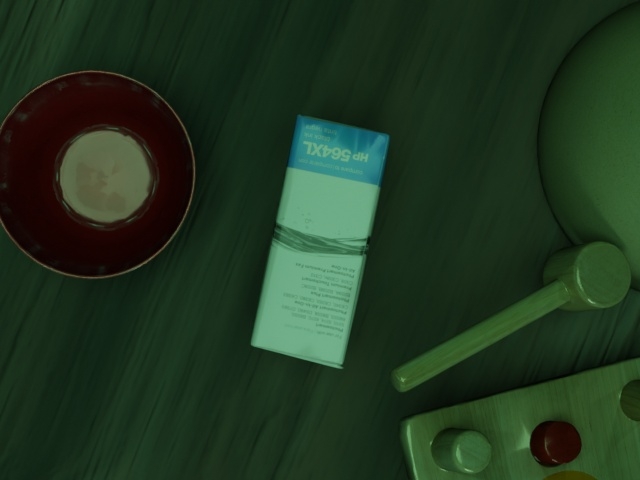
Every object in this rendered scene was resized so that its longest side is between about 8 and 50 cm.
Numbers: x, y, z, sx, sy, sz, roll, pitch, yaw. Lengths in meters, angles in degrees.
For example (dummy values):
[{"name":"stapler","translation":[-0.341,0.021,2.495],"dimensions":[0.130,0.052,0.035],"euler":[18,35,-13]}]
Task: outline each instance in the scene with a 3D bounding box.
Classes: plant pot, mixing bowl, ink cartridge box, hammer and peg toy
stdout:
[{"name":"plant pot","translation":[0.339,-0.084,1.536],"dimensions":[0.284,0.191,0.284],"euler":[0,91,1]},{"name":"mixing bowl","translation":[-0.198,-0.058,1.592],"dimensions":[0.181,0.098,0.181],"euler":[0,91,0]},{"name":"ink cartridge box","translation":[0.000,0.000,1.564],"dimensions":[0.086,0.148,0.203],"euler":[13,90,0]},{"name":"hammer and peg toy","translation":[0.190,0.195,1.543],"dimensions":[0.266,0.127,0.361],"euler":[-13,91,-18]}]
